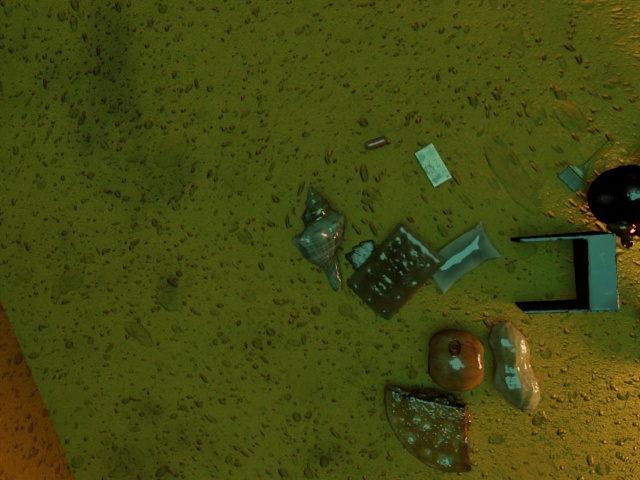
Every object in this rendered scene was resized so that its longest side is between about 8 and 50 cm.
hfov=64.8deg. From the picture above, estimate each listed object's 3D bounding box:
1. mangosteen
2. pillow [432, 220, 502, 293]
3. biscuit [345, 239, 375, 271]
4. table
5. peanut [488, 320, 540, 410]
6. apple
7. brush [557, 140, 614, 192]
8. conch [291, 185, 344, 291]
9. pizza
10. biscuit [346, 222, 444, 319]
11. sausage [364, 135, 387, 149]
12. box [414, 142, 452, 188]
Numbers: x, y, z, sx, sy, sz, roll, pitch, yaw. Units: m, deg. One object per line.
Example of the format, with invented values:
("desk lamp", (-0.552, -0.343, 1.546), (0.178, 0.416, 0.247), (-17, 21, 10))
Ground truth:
("mangosteen", (0.968, -0.107, 1.592), (0.228, 0.228, 0.266), (4, 86, 9))
("pillow", (0.494, 0.064, 1.758), (0.254, 0.078, 0.144), (-37, 89, 12))
("biscuit", (0.156, 0.052, 1.844), (0.119, 0.019, 0.130), (28, 97, 7))
("table", (0.792, 0.102, 1.658), (0.281, 0.196, 0.251), (-5, 93, 12))
("peanut", (0.656, 0.428, 1.720), (0.149, 0.149, 0.314), (-10, 92, 10))
("apple", (0.461, 0.406, 1.718), (0.187, 0.211, 0.211), (-1, 93, 12))
("brush", (0.911, -0.261, 1.707), (0.205, 0.011, 0.083), (-44, 84, 8))
("conch", (-0.008, 0.000, 1.800), (0.203, 0.169, 0.387), (-3, 91, 35))
("pizza", (0.396, 0.647, 1.787), (0.408, 0.114, 0.278), (38, 99, 5))
("biscuit", (0.258, 0.115, 1.778), (0.217, 0.044, 0.325), (43, 115, 6))
("sausage", (0.200, -0.349, 1.809), (0.083, 0.034, 0.034), (-16, 90, 9))
("box", (0.399, -0.264, 1.787), (0.073, 0.020, 0.149), (-31, 88, 9))
